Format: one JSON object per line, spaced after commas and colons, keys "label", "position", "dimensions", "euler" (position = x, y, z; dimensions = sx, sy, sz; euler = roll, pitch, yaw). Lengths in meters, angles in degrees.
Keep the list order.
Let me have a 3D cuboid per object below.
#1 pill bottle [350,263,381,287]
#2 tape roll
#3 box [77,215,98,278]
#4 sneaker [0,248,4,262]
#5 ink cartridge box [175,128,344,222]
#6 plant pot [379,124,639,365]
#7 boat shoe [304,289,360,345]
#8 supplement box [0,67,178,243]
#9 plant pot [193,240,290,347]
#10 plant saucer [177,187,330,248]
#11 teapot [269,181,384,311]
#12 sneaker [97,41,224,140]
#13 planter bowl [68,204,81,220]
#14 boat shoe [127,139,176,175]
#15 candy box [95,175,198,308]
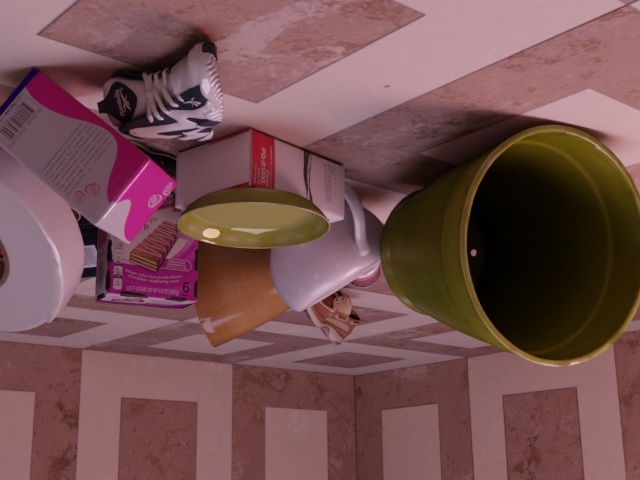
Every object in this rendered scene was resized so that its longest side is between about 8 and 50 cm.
{"label": "pill bottle", "position": [0.094, 0.059, 2.172], "dimensions": [0.086, 0.086, 0.152], "euler": [-2, 164, 5]}
{"label": "tape roll", "position": [-0.547, -0.020, 1.468], "dimensions": [0.392, 0.072, 0.391], "euler": [13, 132, 14]}
{"label": "box", "position": [-0.393, -0.009, 1.741], "dimensions": [0.156, 0.093, 0.158], "euler": [-6, -153, 18]}
{"label": "sneaker", "position": [-0.561, 0.013, 1.692], "dimensions": [0.125, 0.104, 0.262], "euler": [16, 167, 7]}
{"label": "ink cartridge box", "position": [-0.095, -0.088, 1.597], "dimensions": [0.172, 0.100, 0.237], "euler": [-13, 160, 38]}
{"label": "plant pot", "position": [0.283, 0.014, 1.616], "dimensions": [0.367, 0.366, 0.353], "euler": [7, 174, -27]}
{"label": "boat shoe", "position": [0.019, 0.170, 2.566], "dimensions": [0.116, 0.123, 0.324], "euler": [-36, 151, 1]}
{"label": "supplement box", "position": [-0.316, -0.110, 1.277], "dimensions": [0.220, 0.111, 0.114], "euler": [38, 176, 19]}
{"label": "plant pot", "position": [-0.133, 0.077, 2.025], "dimensions": [0.255, 0.237, 0.237], "euler": [-16, 164, 1]}
{"label": "plant saucer", "position": [-0.105, -0.037, 1.525], "dimensions": [0.241, 0.037, 0.241], "euler": [-1, 163, 0]}
{"label": "teapot", "position": [0.000, 0.000, 1.801], "dimensions": [0.256, 0.187, 0.252], "euler": [-33, 175, 15]}
{"label": "sneaker", "position": [-0.210, -0.186, 1.247], "dimensions": [0.153, 0.094, 0.235], "euler": [-6, 176, -13]}
{"label": "planter bowl", "position": [-0.464, -0.093, 1.545], "dimensions": [0.162, 0.109, 0.162], "euler": [0, 165, 0]}
{"label": "boat shoe", "position": [-0.278, -0.125, 1.572], "dimensions": [0.049, 0.042, 0.133], "euler": [-13, 162, 30]}
{"label": "candy box", "position": [-0.290, -0.010, 1.624], "dimensions": [0.159, 0.233, 0.071], "euler": [7, 162, -29]}
